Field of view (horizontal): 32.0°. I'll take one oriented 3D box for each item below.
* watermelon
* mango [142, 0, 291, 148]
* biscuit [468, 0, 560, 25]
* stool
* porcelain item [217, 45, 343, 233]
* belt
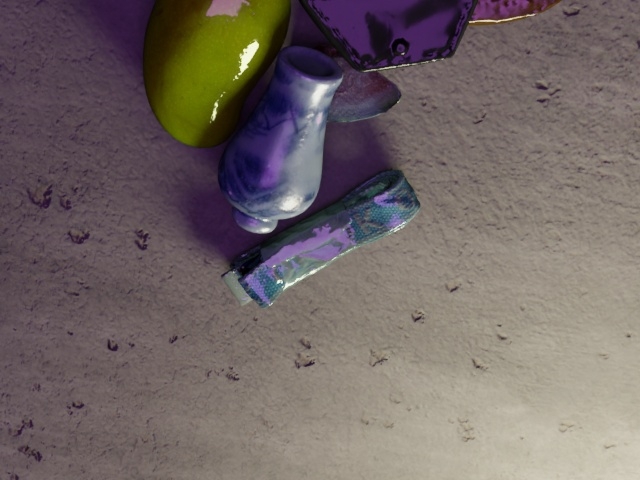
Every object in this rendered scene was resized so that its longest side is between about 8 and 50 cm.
[{"bbox_3d":[0.039,-0.209,1.499,0.180,0.081,0.094,16,140,26],"label":"watermelon"},{"bbox_3d":[-0.139,-0.252,1.442,0.175,0.143,0.293,11,123,-17],"label":"mango"},{"bbox_3d":[0.178,-0.446,1.417,0.394,0.070,0.350,8,109,-8],"label":"biscuit"},{"bbox_3d":[0.080,-0.318,1.340,0.232,0.141,0.232,-2,110,-4],"label":"stool"},{"bbox_3d":[-0.053,-0.128,1.490,0.141,0.141,0.259,16,121,-12],"label":"porcelain item"},{"bbox_3d":[0.000,0.000,1.590,0.302,0.087,0.072,-30,116,9],"label":"belt"}]
